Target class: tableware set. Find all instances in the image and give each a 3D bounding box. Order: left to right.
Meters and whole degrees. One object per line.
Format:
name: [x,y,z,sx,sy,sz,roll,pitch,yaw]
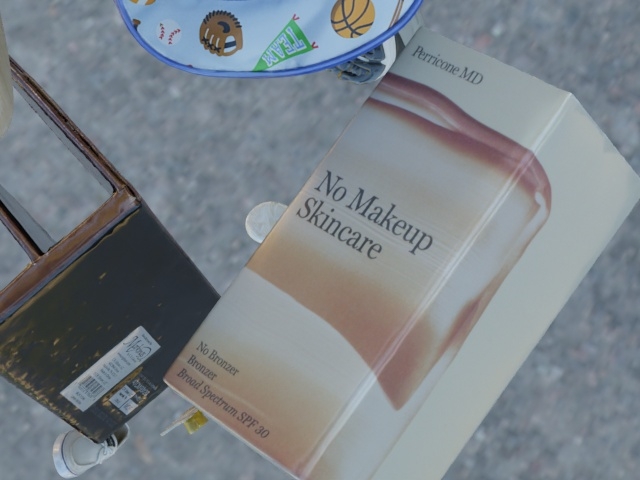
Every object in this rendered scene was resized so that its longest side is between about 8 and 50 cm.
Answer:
tableware set: [-0.073,0.137,1.736,0.154,0.104,0.024,-35,93,32]

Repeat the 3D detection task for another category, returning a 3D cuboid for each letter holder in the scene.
letter holder: [-0.210,-0.005,1.379,0.152,0.302,0.214,-40,70,-4]

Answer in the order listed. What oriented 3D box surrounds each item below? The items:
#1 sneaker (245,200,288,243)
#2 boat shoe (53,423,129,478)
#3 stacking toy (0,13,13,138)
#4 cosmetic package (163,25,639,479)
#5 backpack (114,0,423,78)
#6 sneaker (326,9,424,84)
sneaker: [0.000,0.000,2.008,0.158,0.061,0.065,20,166,20]
boat shoe: [-0.181,0.164,1.508,0.035,0.100,0.035,-19,90,19]
stacking toy: [-0.298,-0.075,0.758,0.330,0.141,0.141,-12,117,-4]
cosmetic package: [0.056,0.027,1.235,0.153,0.296,0.129,29,170,42]
backpack: [-0.035,-0.235,1.202,0.277,0.213,0.263,-9,105,5]
sneaker: [-0.003,-0.273,1.742,0.100,0.108,0.271,-33,89,46]
